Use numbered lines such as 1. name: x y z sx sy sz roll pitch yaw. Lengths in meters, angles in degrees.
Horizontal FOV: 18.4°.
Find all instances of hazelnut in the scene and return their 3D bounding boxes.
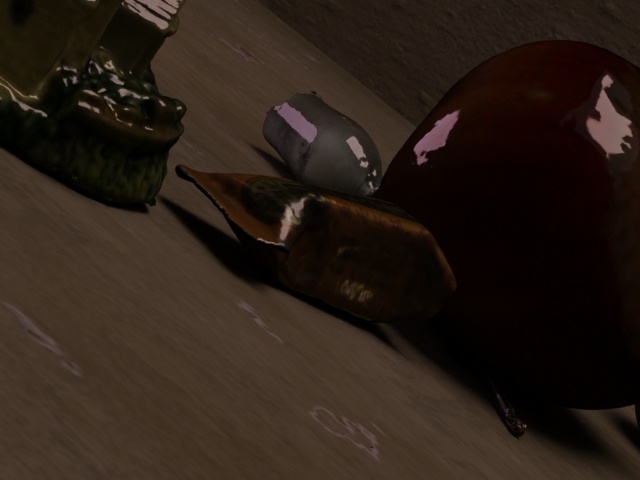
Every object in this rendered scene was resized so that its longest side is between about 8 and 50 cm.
1. hazelnut: 0.246 -0.016 1.994 0.359 0.359 0.409 43 1 35

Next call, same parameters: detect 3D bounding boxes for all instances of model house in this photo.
1. model house: -0.178 -0.211 1.600 0.261 0.266 0.321 31 10 -11

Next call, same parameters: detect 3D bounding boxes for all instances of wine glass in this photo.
1. wine glass: 0.021 -0.086 2.250 0.103 0.103 0.222 27 12 -47

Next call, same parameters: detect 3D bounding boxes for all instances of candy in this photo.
1. candy: 0.000 0.000 1.731 0.271 0.101 0.143 21 11 -42

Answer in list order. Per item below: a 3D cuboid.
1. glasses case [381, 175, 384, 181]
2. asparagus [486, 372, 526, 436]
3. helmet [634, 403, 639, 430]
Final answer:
1. glasses case: 0.150 0.009 2.358 0.109 0.067 0.282 25 13 -43
2. asparagus: 0.173 0.153 1.850 0.127 0.018 0.015 -109 -176 -70
3. helmet: 0.437 0.204 2.250 0.198 0.130 0.224 38 -2 -21
